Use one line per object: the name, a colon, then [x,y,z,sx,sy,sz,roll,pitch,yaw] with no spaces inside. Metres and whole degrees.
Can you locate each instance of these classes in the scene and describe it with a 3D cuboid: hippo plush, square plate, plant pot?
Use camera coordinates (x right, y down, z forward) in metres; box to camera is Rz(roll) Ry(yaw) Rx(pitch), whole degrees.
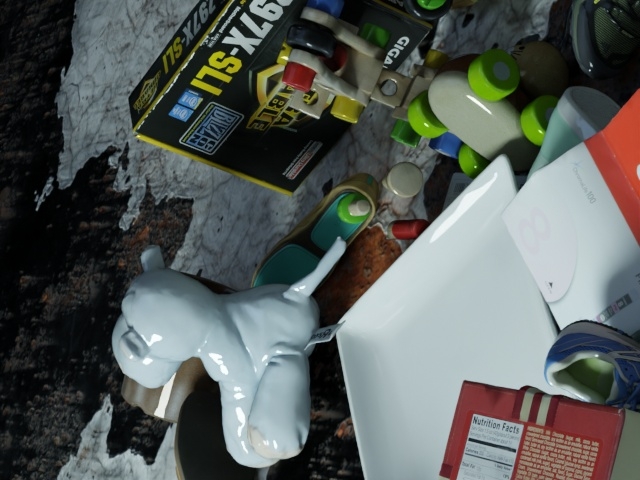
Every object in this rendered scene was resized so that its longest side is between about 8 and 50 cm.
hippo plush: [-0.131,0.138,2.171,0.294,0.236,0.234,130,146,-58]
square plate: [0.148,0.142,1.930,0.347,0.049,0.344,-48,41,40]
plant pot: [-0.181,0.144,2.398,0.167,0.167,0.165,39,115,58]

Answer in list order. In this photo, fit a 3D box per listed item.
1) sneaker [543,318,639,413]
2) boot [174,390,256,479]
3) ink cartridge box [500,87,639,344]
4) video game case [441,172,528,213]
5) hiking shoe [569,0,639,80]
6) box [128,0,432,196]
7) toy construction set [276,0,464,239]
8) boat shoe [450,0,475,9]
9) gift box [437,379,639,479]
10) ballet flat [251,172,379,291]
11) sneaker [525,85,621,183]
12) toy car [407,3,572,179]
sneaker: [0.296,0.137,1.619,0.211,0.081,0.080,15,112,24]
boot: [-0.144,0.331,2.274,0.115,0.112,0.305,-55,34,43]
ink cartridge box: [0.271,-0.003,1.700,0.189,0.066,0.232,64,157,18]
video game case: [0.187,0.016,2.008,0.201,0.023,0.183,7,78,58]
hiking shoe: [0.339,-0.268,1.872,0.227,0.086,0.114,-65,27,5]
box: [-0.055,-0.223,2.308,0.322,0.257,0.079,-49,35,30]
toy construction set: [0.064,-0.152,2.144,0.237,0.257,0.309,174,93,-77]
boat shoe: [0.200,-0.355,2.149,0.098,0.109,0.302,-39,14,-33]
gift box: [0.243,0.277,1.527,0.255,0.258,0.276,14,87,60]
ballet flat: [0.000,0.000,2.286,0.232,0.080,0.073,-43,11,33]
sneaker: [0.292,-0.020,1.809,0.256,0.094,0.151,61,140,42]
toy car: [0.213,-0.182,1.984,0.188,0.149,0.155,-57,14,-29]
